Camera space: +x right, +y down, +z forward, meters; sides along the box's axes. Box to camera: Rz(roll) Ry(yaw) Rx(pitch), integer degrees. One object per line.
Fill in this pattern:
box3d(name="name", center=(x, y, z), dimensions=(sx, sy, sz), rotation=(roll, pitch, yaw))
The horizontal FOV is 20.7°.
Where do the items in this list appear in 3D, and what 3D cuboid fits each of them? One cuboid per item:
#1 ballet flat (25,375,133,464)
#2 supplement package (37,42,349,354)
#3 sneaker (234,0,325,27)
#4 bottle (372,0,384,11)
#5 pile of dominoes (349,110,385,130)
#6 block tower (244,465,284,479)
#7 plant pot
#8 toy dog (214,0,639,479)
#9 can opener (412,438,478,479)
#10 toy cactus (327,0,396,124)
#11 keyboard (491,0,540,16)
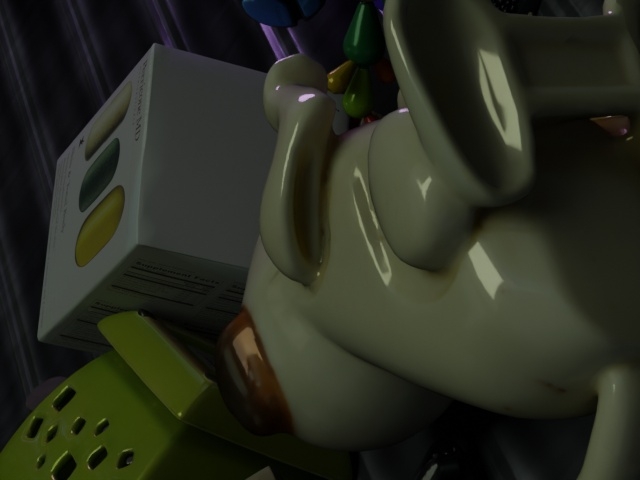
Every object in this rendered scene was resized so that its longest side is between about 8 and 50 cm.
box3d(name="ballet flat", center=(-0.228, 0.200, 1.845), dimensions=(0.084, 0.058, 0.250), rotation=(-44, 32, -25))
box3d(name="supplement package", center=(-0.120, -0.019, 1.621), dimensions=(0.262, 0.198, 0.199), rotation=(-38, 44, 55))
box3d(name="sneaker", center=(0.015, -0.363, 1.632), dimensions=(0.341, 0.125, 0.140), rotation=(-48, 37, 28))
box3d(name="bottle", center=(0.131, -0.307, 1.511), dimensions=(0.283, 0.118, 0.092), rotation=(-40, 26, 41))
box3d(name="pile of dominoes", center=(0.000, 0.000, 1.630), dimensions=(0.196, 0.040, 0.251), rotation=(10, 82, 55))
box3d(name="block tower", center=(0.005, 0.340, 1.346), dimensions=(0.091, 0.097, 0.335), rotation=(-31, 56, 3))
box3d(name="plant pot", center=(-0.122, 0.200, 1.549), dimensions=(0.207, 0.228, 0.227), rotation=(-60, 35, 6))
box3d(name="toy dog", center=(0.096, 0.025, 1.299), dimensions=(0.408, 0.284, 0.395), rotation=(-31, 78, 52))
box3d(name="can opener", center=(0.071, 0.241, 1.402), dimensions=(0.059, 0.073, 0.186), rotation=(45, 121, 44))
box3d(name="toy cactus", center=(0.058, -0.194, 1.499), dimensions=(0.180, 0.112, 0.219), rotation=(50, 141, 9))
box3d(name="keyboard", center=(0.147, -0.168, 1.510), dimensions=(0.100, 0.038, 0.192), rotation=(16, 88, 55))
